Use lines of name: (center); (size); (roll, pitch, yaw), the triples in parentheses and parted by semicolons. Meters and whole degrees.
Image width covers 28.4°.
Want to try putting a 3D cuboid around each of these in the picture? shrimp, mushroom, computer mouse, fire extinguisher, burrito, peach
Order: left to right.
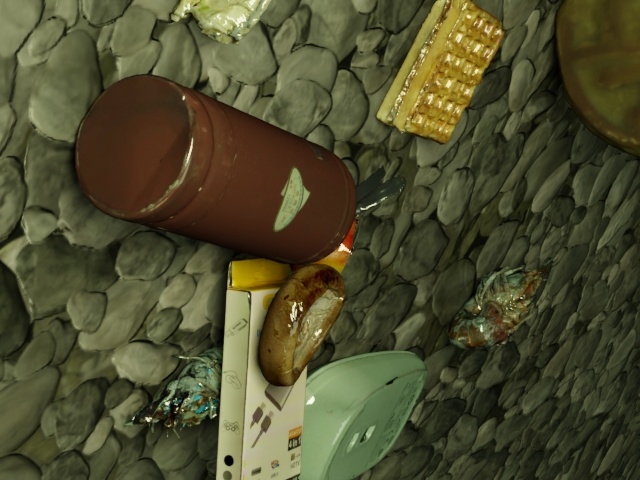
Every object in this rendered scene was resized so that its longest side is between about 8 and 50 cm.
shrimp: (-0.121, 0.141, 1.234); (0.174, 0.082, 0.076); (-23, 95, -56)
fire extinguisher: (-0.051, -0.050, 1.078); (0.135, 0.114, 0.337); (-32, 157, 20)
burrito: (-0.034, -0.255, 0.973); (0.058, 0.063, 0.229); (29, 95, -32)
mushroom: (-0.022, 0.076, 1.174); (0.123, 0.052, 0.123); (-57, 162, -30)
peach: (0.000, 0.001, 1.250); (0.098, 0.061, 0.098); (-163, -90, -78)
computer mouse: (0.024, 0.196, 1.447); (0.288, 0.097, 0.159); (-9, 124, -66)
shrimp: (0.249, 0.075, 1.682); (0.233, 0.079, 0.090); (-36, 106, -36)

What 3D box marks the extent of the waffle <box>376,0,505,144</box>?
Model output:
waffle: (0.125, -0.174, 1.296); (0.102, 0.042, 0.148); (11, 109, -56)

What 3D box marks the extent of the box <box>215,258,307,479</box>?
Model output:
box: (-0.054, 0.141, 1.236); (0.129, 0.033, 0.247); (-6, 100, -63)

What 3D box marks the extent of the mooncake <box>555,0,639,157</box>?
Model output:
mooncake: (0.411, -0.227, 1.429); (0.156, 0.284, 0.284); (5, 114, -56)
